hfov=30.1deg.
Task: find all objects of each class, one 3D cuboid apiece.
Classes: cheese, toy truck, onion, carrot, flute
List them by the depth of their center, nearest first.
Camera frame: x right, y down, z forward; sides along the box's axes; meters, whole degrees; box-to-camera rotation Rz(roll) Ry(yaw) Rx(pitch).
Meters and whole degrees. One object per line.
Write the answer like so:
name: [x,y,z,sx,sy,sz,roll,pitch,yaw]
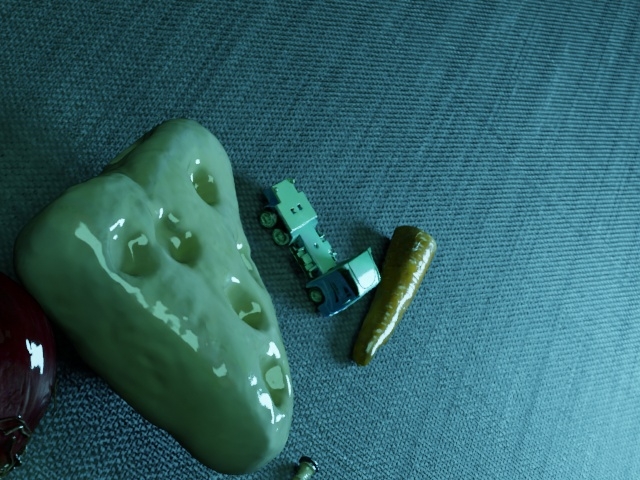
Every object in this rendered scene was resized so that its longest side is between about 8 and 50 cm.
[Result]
onion: [-0.354,0.137,0.993,0.281,0.221,0.280,4,72,-11]
cheese: [-0.120,0.057,1.196,0.328,0.130,0.351,55,23,-9]
flute: [-0.062,0.324,1.268,0.027,0.027,0.233,46,48,-13]
toy truck: [0.000,0.000,1.440,0.067,0.081,0.175,-32,91,-46]
carrot: [0.086,0.076,1.500,0.061,0.061,0.209,40,54,-19]
